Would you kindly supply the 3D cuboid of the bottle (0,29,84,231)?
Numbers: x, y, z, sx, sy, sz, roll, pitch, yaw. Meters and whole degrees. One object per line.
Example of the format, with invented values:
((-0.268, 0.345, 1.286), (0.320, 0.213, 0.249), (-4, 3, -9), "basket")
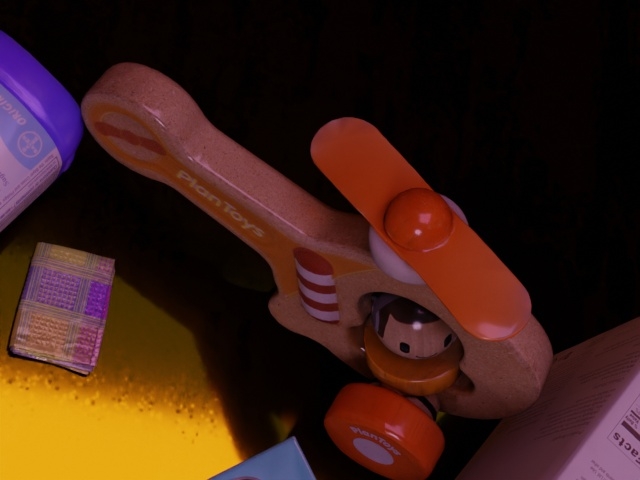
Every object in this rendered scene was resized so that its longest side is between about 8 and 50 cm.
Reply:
((-0.279, -0.014, 0.936), (0.118, 0.092, 0.283), (44, 63, -1), "bottle")

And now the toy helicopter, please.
((0.000, 0.000, 0.958), (0.355, 0.235, 0.140), (36, 64, -6), "toy helicopter")

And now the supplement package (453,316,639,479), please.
((0.199, 0.210, 0.983), (0.198, 0.199, 0.263), (45, 63, -3), "supplement package")

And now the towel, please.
((-0.174, 0.045, 1.003), (0.060, 0.009, 0.083), (15, 67, -15), "towel")

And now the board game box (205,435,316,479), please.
((-0.110, 0.307, 0.902), (0.336, 0.079, 0.254), (-24, 82, -25), "board game box")
